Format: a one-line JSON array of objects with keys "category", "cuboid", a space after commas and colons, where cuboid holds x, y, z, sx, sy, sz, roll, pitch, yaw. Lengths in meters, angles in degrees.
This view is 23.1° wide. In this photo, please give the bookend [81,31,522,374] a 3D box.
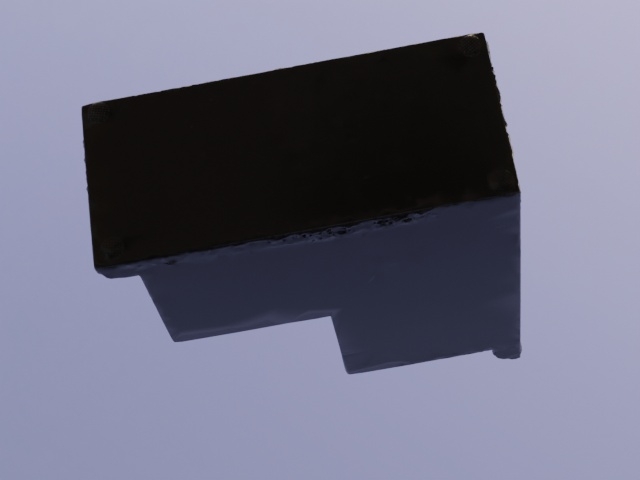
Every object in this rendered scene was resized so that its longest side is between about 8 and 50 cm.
[{"category": "bookend", "cuboid": [0.000, 0.000, 0.640, 0.156, 0.157, 0.072, -11, -118, 3]}]
